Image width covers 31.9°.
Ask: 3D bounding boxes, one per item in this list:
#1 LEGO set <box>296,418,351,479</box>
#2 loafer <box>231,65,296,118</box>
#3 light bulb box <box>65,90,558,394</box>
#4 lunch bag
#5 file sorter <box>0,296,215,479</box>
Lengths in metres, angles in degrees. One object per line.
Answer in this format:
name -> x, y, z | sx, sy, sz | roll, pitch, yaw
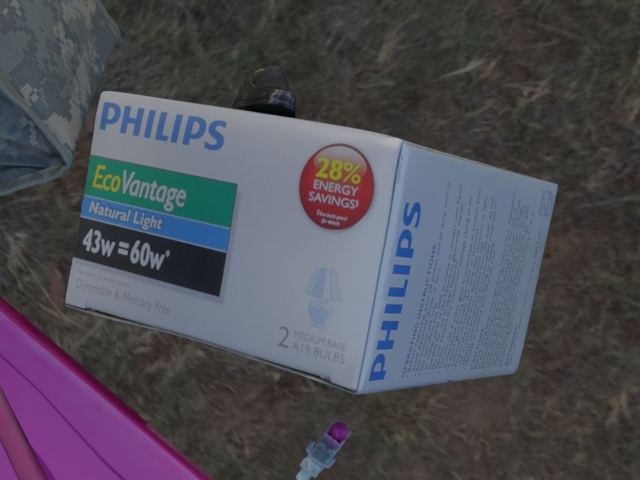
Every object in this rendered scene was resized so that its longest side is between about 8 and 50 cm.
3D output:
LEGO set -> 0.098, 0.316, 1.225 | 0.287, 0.107, 0.132 | 30, 68, 7
loafer -> -0.061, -0.169, 1.271 | 0.062, 0.170, 0.061 | 17, 92, -20
light bulb box -> 0.000, 0.000, 1.158 | 0.361, 0.358, 0.225 | 5, 96, -58
lunch bag -> -0.297, -0.185, 0.810 | 0.169, 0.235, 0.287 | -23, 121, 15
file sorter -> -0.147, 0.201, 0.380 | 0.291, 0.182, 0.202 | -42, 130, -4
